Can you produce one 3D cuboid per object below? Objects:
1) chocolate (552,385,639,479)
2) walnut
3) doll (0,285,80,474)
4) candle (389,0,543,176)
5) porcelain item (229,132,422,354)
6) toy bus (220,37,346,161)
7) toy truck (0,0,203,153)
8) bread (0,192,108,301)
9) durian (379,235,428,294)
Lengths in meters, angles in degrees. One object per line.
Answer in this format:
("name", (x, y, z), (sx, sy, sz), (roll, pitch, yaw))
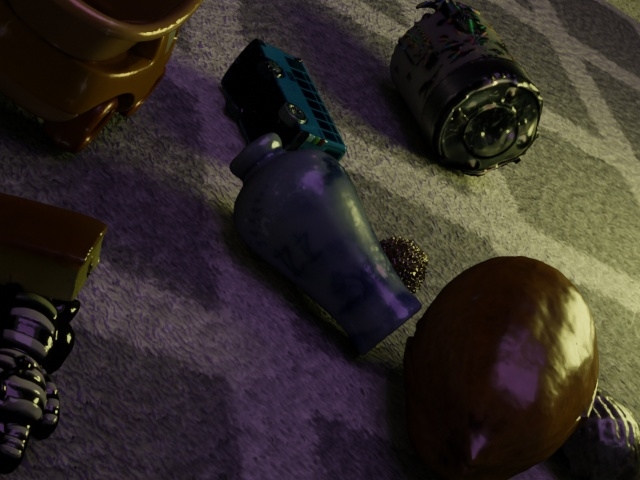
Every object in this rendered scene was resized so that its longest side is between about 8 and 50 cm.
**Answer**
("chocolate", (0.295, 0.192, 1.480), (0.110, 0.110, 0.248), (0, 51, -51))
("walnut", (0.183, 0.145, 1.316), (0.209, 0.209, 0.336), (40, 32, -1))
("doll", (-0.244, 0.098, 0.995), (0.091, 0.067, 0.219), (27, 31, -17))
("candle", (0.209, -0.265, 1.954), (0.187, 0.187, 0.330), (18, 33, -36))
("porcelain item", (0.000, 0.000, 1.378), (0.259, 0.141, 0.141), (53, 29, 5))
("toy bus", (-0.048, -0.159, 1.586), (0.106, 0.090, 0.185), (15, 39, -41))
("toy truck", (-0.255, -0.233, 1.309), (0.204, 0.211, 0.288), (40, 31, -4))
("bread", (-0.296, -0.011, 1.034), (0.226, 0.049, 0.088), (16, 26, 0))
("durian", (0.093, 0.030, 1.493), (0.080, 0.080, 0.091), (44, 50, 8))
